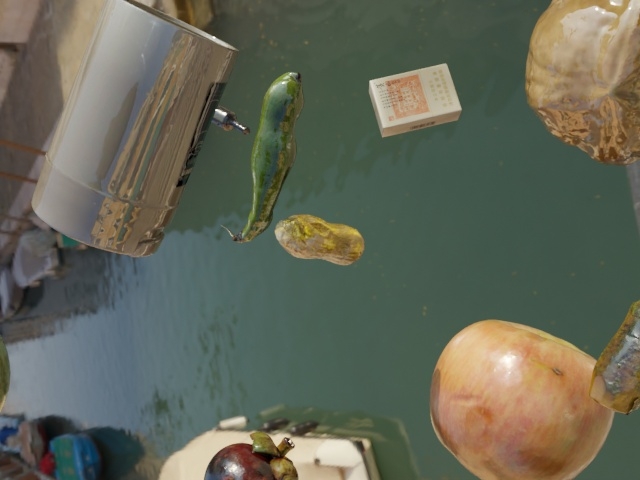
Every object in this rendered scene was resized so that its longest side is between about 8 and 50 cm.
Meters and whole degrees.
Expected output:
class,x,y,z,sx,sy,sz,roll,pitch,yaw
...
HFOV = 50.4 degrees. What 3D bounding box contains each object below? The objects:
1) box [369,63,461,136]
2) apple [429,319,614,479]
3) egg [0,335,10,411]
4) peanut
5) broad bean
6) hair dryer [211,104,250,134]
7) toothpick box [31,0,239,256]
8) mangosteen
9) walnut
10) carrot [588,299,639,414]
class,x,y,z,sx,sy,sz,roll,pitch,yaw
box,0.233,-0.347,1.688,0.058,0.201,0.140,82,176,-74
apple,0.427,0.360,1.499,0.391,0.392,0.346,30,99,51
egg,-0.549,0.197,0.905,0.289,0.238,0.238,-50,55,35
peanut,0.000,0.000,1.338,0.087,0.207,0.087,-19,65,48
broad bean,-0.089,-0.118,1.068,0.098,0.056,0.317,42,122,25
hair dryer,-0.219,-0.264,1.214,0.248,0.078,0.195,30,146,24
toothpick box,-0.149,-0.089,0.543,0.111,0.111,0.180,41,110,46
mangosteen,-0.128,0.462,1.325,0.200,0.200,0.199,19,113,55
walnut,0.450,-0.257,0.979,0.306,0.344,0.305,17,122,29
carrot,0.448,0.162,0.968,0.082,0.082,0.173,26,90,53
